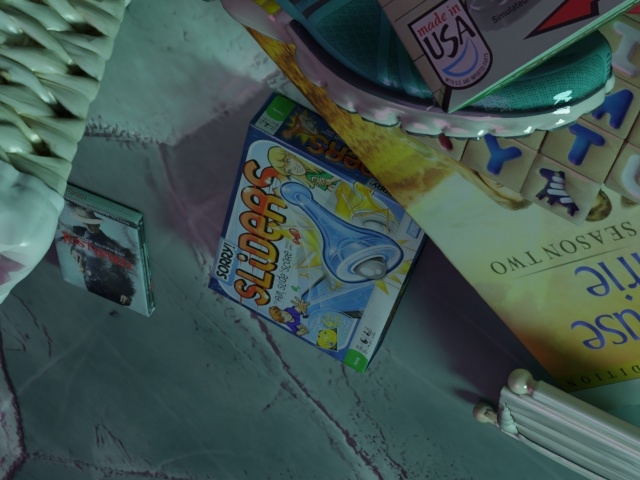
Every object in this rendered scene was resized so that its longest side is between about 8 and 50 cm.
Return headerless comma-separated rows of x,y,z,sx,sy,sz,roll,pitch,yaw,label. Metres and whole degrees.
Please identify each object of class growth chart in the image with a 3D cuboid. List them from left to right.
0.187,0.140,1.082,0.172,0.021,0.237,26,169,7,growth chart

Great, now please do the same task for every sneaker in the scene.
0.018,-0.139,0.779,0.275,0.107,0.110,32,136,17,sneaker

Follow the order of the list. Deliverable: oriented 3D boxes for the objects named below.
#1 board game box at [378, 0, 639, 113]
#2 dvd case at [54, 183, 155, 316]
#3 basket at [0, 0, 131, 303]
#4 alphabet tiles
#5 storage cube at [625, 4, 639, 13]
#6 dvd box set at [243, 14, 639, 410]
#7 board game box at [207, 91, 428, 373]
0.110,-0.204,0.483,0.317,0.046,0.213,-31,89,36,board game box
-0.176,0.006,1.299,0.087,0.013,0.119,22,142,17,dvd case
-0.305,-0.125,0.952,0.331,0.266,0.328,29,154,-18,basket
0.130,-0.084,0.843,0.237,0.009,0.198,29,145,10,alphabet tiles
0.198,-0.204,0.603,0.193,0.184,0.215,9,135,30,storage cube
0.141,-0.083,0.896,0.420,0.062,0.307,48,143,-18,dvd box set
0.000,0.000,1.130,0.136,0.035,0.201,29,145,8,board game box
